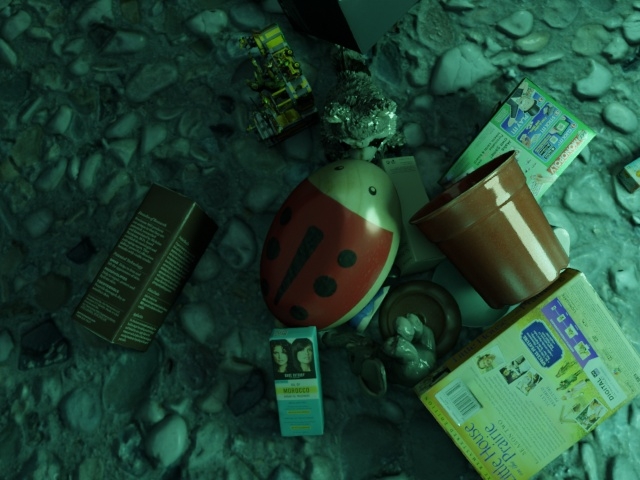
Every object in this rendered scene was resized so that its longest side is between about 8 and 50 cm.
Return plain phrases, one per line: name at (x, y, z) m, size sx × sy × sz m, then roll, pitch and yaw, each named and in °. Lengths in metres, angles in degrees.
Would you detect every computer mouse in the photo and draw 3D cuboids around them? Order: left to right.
computer mouse at (0.075, 0.092, 1.465) m, size 0.242 × 0.041 × 0.071 m, roll -12°, pitch 39°, yaw 17°

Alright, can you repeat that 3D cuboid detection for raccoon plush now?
raccoon plush at (0.058, -0.372, 1.505) m, size 0.216 × 0.299 × 0.446 m, roll -24°, pitch 71°, yaw 1°

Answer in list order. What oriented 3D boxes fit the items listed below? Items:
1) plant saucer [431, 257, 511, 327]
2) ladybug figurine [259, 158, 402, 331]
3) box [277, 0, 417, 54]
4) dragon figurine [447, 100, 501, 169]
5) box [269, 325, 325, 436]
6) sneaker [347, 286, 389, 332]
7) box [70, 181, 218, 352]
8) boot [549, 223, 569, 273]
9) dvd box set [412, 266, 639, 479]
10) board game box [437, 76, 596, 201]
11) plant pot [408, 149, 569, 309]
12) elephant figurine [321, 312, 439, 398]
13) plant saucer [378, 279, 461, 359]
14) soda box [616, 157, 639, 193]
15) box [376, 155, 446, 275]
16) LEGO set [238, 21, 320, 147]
plant saucer at (0.365, 0.114, 1.448) m, size 0.195 × 0.037 × 0.194 m, roll -2°, pitch 73°, yaw 7°
ladybug figurine at (0.002, 0.022, 1.376) m, size 0.305 × 0.162 × 0.449 m, roll 32°, pitch 105°, yaw 21°
box at (0.096, -0.706, 1.608) m, size 0.343 × 0.179 × 0.313 m, roll -47°, pitch 49°, yaw -9°
dragon figurine at (0.458, -0.249, 1.522) m, size 0.289 × 0.085 × 0.144 m, roll -43°, pitch 72°, yaw -8°
box at (-0.050, 0.321, 1.371) m, size 0.101 × 0.060 × 0.244 m, roll -4°, pitch 104°, yaw 7°
sneaker at (0.105, 0.139, 1.466) m, size 0.085 × 0.058 × 0.152 m, roll 32°, pitch 86°, yaw 7°
box at (-0.424, 0.070, 1.494) m, size 0.143 × 0.191 × 0.381 m, roll 27°, pitch 78°, yaw 15°
boot at (0.547, 0.055, 1.431) m, size 0.069 × 0.086 × 0.189 m, roll 2°, pitch 101°, yaw -1°
dvd box set at (0.449, 0.302, 1.266) m, size 0.420 × 0.062 × 0.307 m, roll -39°, pitch 100°, yaw 0°
board game box at (0.464, -0.196, 1.447) m, size 0.214 × 0.046 × 0.317 m, roll 39°, pitch 100°, yaw -1°
plant pot at (0.380, -0.011, 1.318) m, size 0.272 × 0.272 × 0.265 m, roll -36°, pitch 92°, yaw -4°
elephant figurine at (0.138, 0.274, 1.366) m, size 0.239 × 0.169 × 0.185 m, roll -32°, pitch 40°, yaw 32°
plant saucer at (0.230, 0.189, 1.421) m, size 0.199 × 0.036 × 0.198 m, roll -3°, pitch 81°, yaw 18°
soda box at (0.821, -0.190, 1.466) m, size 0.183 × 0.058 × 0.063 m, roll -30°, pitch 71°, yaw -3°
box at (0.208, -0.061, 1.476) m, size 0.094 × 0.113 × 0.275 m, roll -8°, pitch 68°, yaw -21°
LEGO set at (-0.137, -0.378, 1.546) m, size 0.192 × 0.331 × 0.254 m, roll -28°, pitch 92°, yaw 1°
